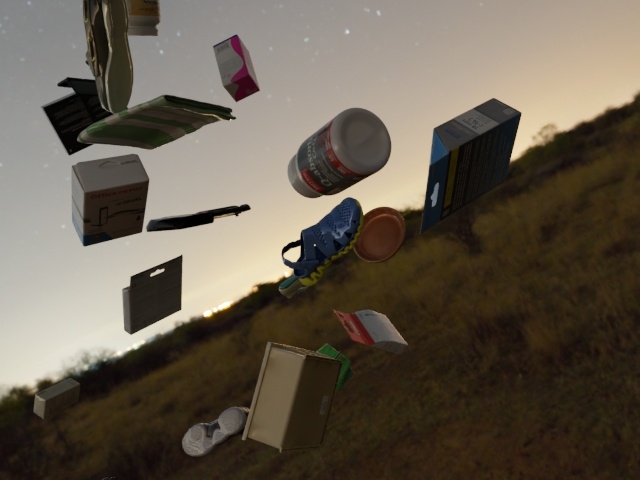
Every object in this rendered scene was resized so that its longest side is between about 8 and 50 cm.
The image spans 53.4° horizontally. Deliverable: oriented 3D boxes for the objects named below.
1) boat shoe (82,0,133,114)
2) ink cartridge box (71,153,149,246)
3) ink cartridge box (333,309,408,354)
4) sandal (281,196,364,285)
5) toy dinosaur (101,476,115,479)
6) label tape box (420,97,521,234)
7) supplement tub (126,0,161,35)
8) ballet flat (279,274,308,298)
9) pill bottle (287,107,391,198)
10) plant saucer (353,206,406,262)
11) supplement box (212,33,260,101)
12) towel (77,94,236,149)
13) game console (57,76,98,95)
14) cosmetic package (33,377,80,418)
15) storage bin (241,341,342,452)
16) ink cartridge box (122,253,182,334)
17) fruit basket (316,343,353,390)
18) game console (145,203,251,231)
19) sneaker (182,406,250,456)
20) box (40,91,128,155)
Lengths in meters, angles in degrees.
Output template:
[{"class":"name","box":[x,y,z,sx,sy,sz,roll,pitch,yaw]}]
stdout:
[{"class":"boat shoe","box":[-0.544,-0.476,1.617,0.091,0.305,0.109,9,21,15]},{"class":"ink cartridge box","box":[-0.482,-0.091,1.453,0.148,0.086,0.203,-16,-28,-29]},{"class":"ink cartridge box","box":[0.181,0.312,2.280,0.232,0.189,0.066,27,-74,-35]},{"class":"sandal","box":[0.000,0.000,1.823,0.138,0.126,0.317,23,-63,-34]},{"class":"toy dinosaur","box":[-0.441,0.625,1.475,0.295,0.200,0.127,-4,-43,-49]},{"class":"label tape box","box":[0.359,-0.198,1.671,0.333,0.106,0.241,-29,-39,-25]},{"class":"supplement tub","box":[-0.558,-0.721,1.920,0.144,0.200,0.144,0,17,0]},{"class":"ballet flat","box":[-0.054,0.139,2.523,0.248,0.086,0.086,-39,0,-10]},{"class":"pill bottle","box":[0.047,-0.262,2.029,0.210,0.210,0.363,-24,-1,-31]},{"class":"plant saucer","box":[0.200,-0.016,2.126,0.200,0.200,0.037,-27,-33,24]},{"class":"supplement box","box":[-0.324,-0.662,2.452,0.111,0.220,0.114,-23,-31,11]},{"class":"towel","box":[-0.403,-0.282,1.563,0.324,0.038,0.248,-10,-4,33]},{"class":"game console","box":[-0.793,-0.501,2.123,0.107,0.071,0.122,-12,-2,38]},{"class":"cosmetic package","box":[-0.699,0.417,1.690,0.041,0.060,0.115,22,18,23]},{"class":"storage bin","box":[-0.064,0.435,1.765,0.123,0.262,0.260,10,-9,29]},{"class":"ink cartridge box","box":[-0.547,0.169,2.084,0.045,0.224,0.223,25,30,29]},{"class":"fruit basket","box":[-0.023,0.540,2.223,0.353,0.165,0.327,-59,-9,-11]},{"class":"game console","box":[-0.374,-0.076,2.077,0.213,0.044,0.361,-2,9,44]},{"class":"sneaker","box":[-0.325,0.637,2.128,0.268,0.101,0.153,-33,-21,18]},{"class":"box","box":[-0.824,-0.444,2.268,0.261,0.184,0.103,-30,24,-19]}]
